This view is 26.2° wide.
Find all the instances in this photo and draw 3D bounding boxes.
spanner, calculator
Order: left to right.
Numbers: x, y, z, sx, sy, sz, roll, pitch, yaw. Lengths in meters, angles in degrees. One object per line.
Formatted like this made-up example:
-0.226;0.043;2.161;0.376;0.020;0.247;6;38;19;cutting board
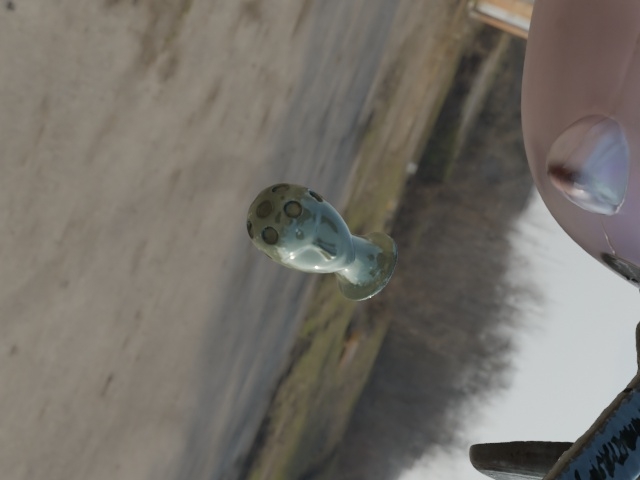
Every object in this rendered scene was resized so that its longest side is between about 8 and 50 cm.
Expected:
0.084;0.079;0.437;0.015;0.054;0.254;-39;174;37;spanner
0.230;0.180;1.004;0.268;0.177;0.040;-4;-116;54;calculator

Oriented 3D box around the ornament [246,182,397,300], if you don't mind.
0.000;0.000;1.233;0.075;0.081;0.156;-53;137;6;ornament

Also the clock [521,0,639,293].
0.285;-0.142;0.938;0.377;0.250;0.368;-56;139;-8;clock
